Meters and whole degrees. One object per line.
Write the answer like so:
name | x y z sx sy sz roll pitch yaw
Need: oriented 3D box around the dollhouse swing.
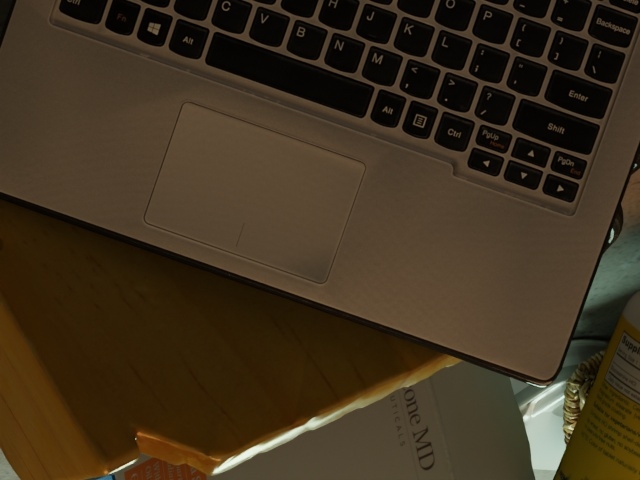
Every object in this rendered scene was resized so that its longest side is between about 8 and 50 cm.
dollhouse swing | -0.106 0.050 1.319 0.347 0.315 0.305 -21 158 -33

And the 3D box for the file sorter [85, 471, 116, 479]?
file sorter | -0.274 0.346 2.212 0.170 0.104 0.118 -22 153 18

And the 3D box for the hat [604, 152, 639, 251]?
hat | 0.154 -0.022 1.621 0.331 0.134 0.331 -10 155 -5

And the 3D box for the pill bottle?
pill bottle | 0.359 0.163 1.866 0.188 0.188 0.334 11 106 -39

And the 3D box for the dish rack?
dish rack | 0.326 0.212 2.241 0.333 0.072 0.285 8 148 -33

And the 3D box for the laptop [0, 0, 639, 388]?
laptop | 0.025 -0.158 1.021 0.382 0.408 0.236 19 -177 0

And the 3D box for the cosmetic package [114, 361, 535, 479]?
cosmetic package | -0.003 0.272 2.038 0.453 0.230 0.161 -30 148 31

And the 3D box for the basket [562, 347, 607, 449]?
basket | 0.414 0.220 2.128 0.223 0.213 0.299 17 136 29
